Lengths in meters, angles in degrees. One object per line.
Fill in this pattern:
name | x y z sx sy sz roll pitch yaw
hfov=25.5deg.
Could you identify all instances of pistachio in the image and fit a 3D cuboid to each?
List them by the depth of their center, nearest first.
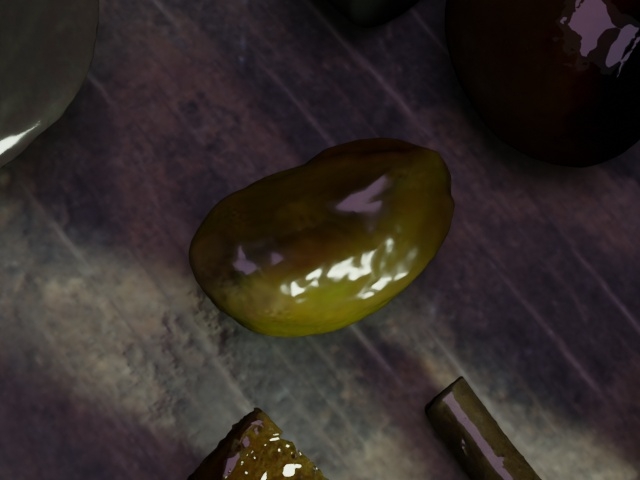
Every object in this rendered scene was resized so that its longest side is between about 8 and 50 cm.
pistachio | 0.003 0.002 0.915 0.189 0.100 0.110 -27 99 -25

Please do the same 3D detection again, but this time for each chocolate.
chocolate | 0.163 -0.139 0.967 0.176 0.177 0.177 3 71 -8

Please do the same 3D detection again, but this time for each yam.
yam | 0.179 0.223 0.892 0.327 0.045 0.045 52 32 10

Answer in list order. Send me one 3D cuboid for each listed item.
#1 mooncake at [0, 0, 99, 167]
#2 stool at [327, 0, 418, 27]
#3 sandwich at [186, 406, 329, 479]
mooncake | -0.263 -0.151 0.872 0.245 0.133 0.245 1 89 -35
stool | 0.048 -0.247 0.992 0.139 0.153 0.228 46 30 11
sandwich | 0.016 0.197 0.801 0.214 0.186 0.065 37 72 7
